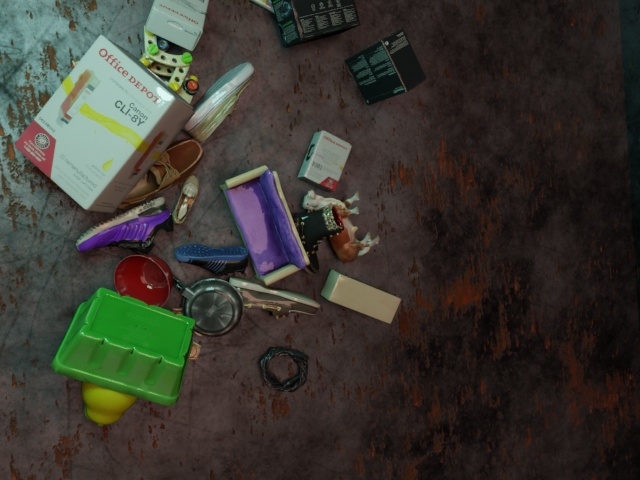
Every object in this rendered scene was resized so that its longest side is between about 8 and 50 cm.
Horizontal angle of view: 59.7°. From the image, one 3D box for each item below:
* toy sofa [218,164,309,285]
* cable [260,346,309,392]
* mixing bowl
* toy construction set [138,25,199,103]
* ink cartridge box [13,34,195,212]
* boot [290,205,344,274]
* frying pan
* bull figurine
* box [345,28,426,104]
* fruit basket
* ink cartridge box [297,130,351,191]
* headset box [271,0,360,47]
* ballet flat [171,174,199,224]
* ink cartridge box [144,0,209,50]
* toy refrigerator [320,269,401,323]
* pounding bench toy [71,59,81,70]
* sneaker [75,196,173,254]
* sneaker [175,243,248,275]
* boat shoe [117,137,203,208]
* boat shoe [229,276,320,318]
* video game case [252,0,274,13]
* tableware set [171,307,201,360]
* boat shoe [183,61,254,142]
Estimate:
[{"bbox_3d":[-0.183,-0.048,1.808,0.150,0.177,0.363,-25,103,-21],"label":"toy sofa"},{"bbox_3d":[-0.130,0.448,1.936,0.184,0.047,0.151,17,91,-26],"label":"cable"},{"bbox_3d":[-0.520,0.115,1.693,0.181,0.098,0.182,4,108,12],"label":"mixing bowl"},{"bbox_3d":[-0.487,-0.451,1.662,0.215,0.151,0.328,26,82,-23],"label":"toy construction set"},{"bbox_3d":[-0.582,-0.310,1.522,0.279,0.160,0.385,41,94,5],"label":"ink cartridge box"},{"bbox_3d":[-0.001,0.000,1.882,0.178,0.085,0.236,-13,112,22],"label":"boot"},{"bbox_3d":[-0.375,0.165,1.760,0.197,0.053,0.326,-30,103,3],"label":"frying pan"},{"bbox_3d":[0.070,-0.064,1.937,0.310,0.188,0.101,61,29,-23],"label":"bull figurine"},{"bbox_3d":[0.218,-0.584,1.906,0.103,0.261,0.184,-32,106,-19],"label":"box"},{"bbox_3d":[-0.581,0.360,1.647,0.392,0.392,0.283,29,39,-22],"label":"fruit basket"},{"bbox_3d":[0.015,-0.273,1.937,0.127,0.072,0.175,24,83,-23],"label":"ink cartridge box"},{"bbox_3d":[-0.032,-0.812,1.834,0.246,0.131,0.283,-26,107,-26],"label":"headset box"},{"bbox_3d":[-0.421,-0.126,1.765,0.057,0.052,0.168,21,84,-23],"label":"ballet flat"},{"bbox_3d":[-0.422,-0.683,1.659,0.153,0.087,0.208,20,48,-24],"label":"ink cartridge box"},{"bbox_3d":[0.145,0.202,2.014,0.269,0.094,0.102,23,91,-23],"label":"toy refrigerator"},{"bbox_3d":[-0.682,-0.487,1.629,0.065,0.052,0.083,-28,104,-20],"label":"pounding bench toy"},{"bbox_3d":[-0.574,-0.011,1.677,0.293,0.102,0.146,-29,105,-20],"label":"sneaker"},{"bbox_3d":[-0.349,0.070,1.794,0.232,0.081,0.090,3,121,-11],"label":"sneaker"},{"bbox_3d":[-0.492,-0.199,1.692,0.324,0.120,0.123,-39,107,-17],"label":"boat shoe"},{"bbox_3d":[-0.159,0.207,1.869,0.324,0.116,0.097,17,91,-20],"label":"boat shoe"},{"bbox_3d":[-0.171,-0.879,1.848,0.193,0.023,0.212,21,85,-23],"label":"video game case"},{"bbox_3d":[-0.435,0.304,1.801,0.141,0.020,0.169,24,83,-23],"label":"tableware set"},{"bbox_3d":[-0.316,-0.441,1.779,0.302,0.109,0.094,-45,124,-6],"label":"boat shoe"}]
